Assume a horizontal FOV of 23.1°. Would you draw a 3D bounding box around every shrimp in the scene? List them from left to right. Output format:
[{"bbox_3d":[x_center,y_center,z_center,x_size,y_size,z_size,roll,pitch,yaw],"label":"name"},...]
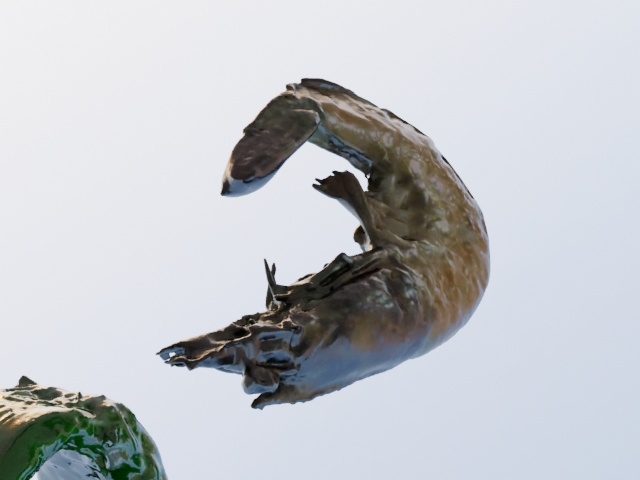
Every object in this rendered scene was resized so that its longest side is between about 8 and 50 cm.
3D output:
[{"bbox_3d":[0.000,0.000,1.334,0.085,0.272,0.445,-31,180,41],"label":"shrimp"}]

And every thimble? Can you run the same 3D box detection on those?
[{"bbox_3d":[-0.128,0.128,0.697,0.090,0.118,0.130,6,-90,42],"label":"thimble"}]
